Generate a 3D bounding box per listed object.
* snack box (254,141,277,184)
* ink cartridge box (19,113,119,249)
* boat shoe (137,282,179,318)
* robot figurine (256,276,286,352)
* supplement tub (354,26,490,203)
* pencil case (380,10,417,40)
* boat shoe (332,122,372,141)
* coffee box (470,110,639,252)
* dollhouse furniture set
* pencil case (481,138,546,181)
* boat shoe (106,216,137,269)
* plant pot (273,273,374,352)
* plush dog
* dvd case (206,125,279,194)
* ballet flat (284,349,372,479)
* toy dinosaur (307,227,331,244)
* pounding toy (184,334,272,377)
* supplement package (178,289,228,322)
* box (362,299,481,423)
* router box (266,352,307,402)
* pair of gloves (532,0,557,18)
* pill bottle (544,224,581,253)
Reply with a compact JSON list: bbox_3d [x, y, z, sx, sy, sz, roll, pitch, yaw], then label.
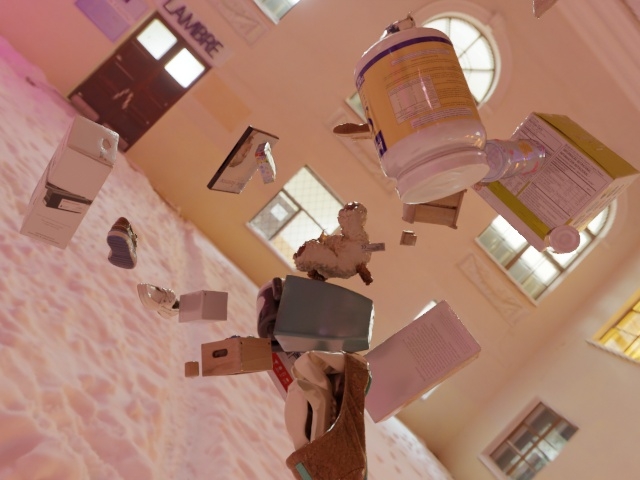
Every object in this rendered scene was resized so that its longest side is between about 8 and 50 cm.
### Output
[{"bbox_3d":[-0.170,-0.245,1.576,0.141,0.037,0.100,-90,164,-68],"label":"snack box"},{"bbox_3d":[-0.903,-0.215,1.809,0.166,0.395,0.286,27,23,-33],"label":"ink cartridge box"},{"bbox_3d":[-0.587,0.215,1.869,0.277,0.096,0.098,68,6,-66],"label":"boat shoe"},{"bbox_3d":[-0.138,0.254,1.715,0.173,0.209,0.278,30,26,-26],"label":"robot figurine"},{"bbox_3d":[0.230,-0.275,1.135,0.241,0.240,0.332,53,21,-75],"label":"supplement tub"},{"bbox_3d":[0.425,-0.749,2.131,0.410,0.160,0.183,53,-24,-7],"label":"pencil case"},{"bbox_3d":[0.129,-0.386,1.810,0.169,0.063,0.059,5,-35,21],"label":"boat shoe"},{"bbox_3d":[0.810,-0.209,1.735,0.337,0.335,0.338,-12,54,-45],"label":"coffee box"},{"bbox_3d":[0.400,-0.157,1.693,0.302,0.356,0.173,7,13,-27],"label":"dollhouse furniture set"},{"bbox_3d":[0.542,-0.233,1.447,0.124,0.272,0.114,-35,-107,47],"label":"pencil case"},{"bbox_3d":[-0.454,0.009,1.167,0.066,0.066,0.183,15,-31,-13],"label":"boat shoe"},{"bbox_3d":[0.020,0.207,1.322,0.234,0.166,0.166,6,-27,10],"label":"plant pot"},{"bbox_3d":[0.066,0.041,1.467,0.211,0.262,0.225,47,-6,-1],"label":"plush dog"},{"bbox_3d":[-0.259,-0.265,1.691,0.022,0.253,0.180,45,17,17],"label":"dvd case"},{"bbox_3d":[0.006,0.239,0.746,0.124,0.116,0.342,43,18,-8],"label":"ballet flat"},{"bbox_3d":[0.000,0.000,1.942,0.053,0.092,0.183,60,-8,33],"label":"toy dinosaur"},{"bbox_3d":[-0.254,0.288,1.244,0.206,0.180,0.094,20,60,-56],"label":"pounding toy"},{"bbox_3d":[-0.424,0.242,1.803,0.105,0.105,0.179,12,-19,-39],"label":"supplement package"},{"bbox_3d":[0.265,0.350,1.429,0.168,0.345,0.215,56,3,23],"label":"box"},{"bbox_3d":[0.001,0.495,1.805,0.336,0.301,0.082,54,-30,17],"label":"router box"},{"bbox_3d":[0.536,-0.632,1.087,0.042,0.240,0.204,19,-24,-18],"label":"pair of gloves"},{"bbox_3d":[0.551,0.000,1.149,0.065,0.065,0.116,44,10,13],"label":"pill bottle"}]
